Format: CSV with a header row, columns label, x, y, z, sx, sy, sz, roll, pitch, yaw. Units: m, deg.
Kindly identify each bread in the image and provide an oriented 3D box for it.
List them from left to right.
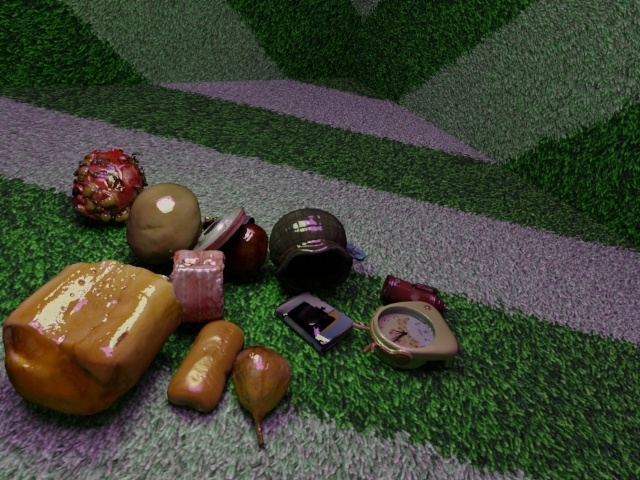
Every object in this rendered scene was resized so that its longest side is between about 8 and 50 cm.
label,x,y,z,sx,sy,sz,roll,pitch,yaw
bread,-0.596,0.259,1.392,0.361,0.250,0.394,13,36,9
bread,-0.311,0.335,1.491,0.142,0.091,0.305,17,34,1

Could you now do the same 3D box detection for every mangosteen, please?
label,x,y,z,sx,sy,sz,roll,pitch,yaw
mangosteen,-0.381,-0.032,1.982,0.137,0.137,0.151,-23,68,-40

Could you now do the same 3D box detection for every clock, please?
label,x,y,z,sx,sy,sz,roll,pitch,yaw
clock,-0.345,-0.027,1.792,0.056,0.244,0.244,45,30,-15
clock,0.254,0.301,1.684,0.308,0.096,0.235,-1,37,-18

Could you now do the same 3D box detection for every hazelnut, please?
label,x,y,z,sx,sy,sz,roll,pitch,yaw
hazelnut,-0.263,0.036,1.868,0.178,0.204,0.178,27,7,-3

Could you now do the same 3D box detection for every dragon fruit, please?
label,x,y,z,sx,sy,sz,roll,pitch,yaw
dragon fruit,-0.794,-0.190,2.020,0.269,0.250,0.291,2,48,1

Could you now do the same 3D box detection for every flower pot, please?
label,x,y,z,sx,sy,sz,roll,pitch,yaw
flower pot,-0.038,0.044,1.855,0.302,0.302,0.213,-1,50,-16

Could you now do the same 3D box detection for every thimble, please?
label,x,y,z,sx,sy,sz,roll,pitch,yaw
thimble,-0.377,0.142,1.637,0.162,0.239,0.239,2,33,-11

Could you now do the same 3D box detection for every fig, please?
label,x,y,z,sx,sy,sz,roll,pitch,yaw
fig,-0.153,0.405,1.402,0.159,0.159,0.257,2,53,-12

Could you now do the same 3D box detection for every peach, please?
label,x,y,z,sx,sy,sz,roll,pitch,yaw
peach,-0.538,-0.052,1.845,0.247,0.292,0.292,40,37,1

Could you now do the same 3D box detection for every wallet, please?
label,x,y,z,sx,sy,sz,roll,pitch,yaw
wallet,-0.019,0.248,1.721,0.170,0.069,0.231,-27,48,-38

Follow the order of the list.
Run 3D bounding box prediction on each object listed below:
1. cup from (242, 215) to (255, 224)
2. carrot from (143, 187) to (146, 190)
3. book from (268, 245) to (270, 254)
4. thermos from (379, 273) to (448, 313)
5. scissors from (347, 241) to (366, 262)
label,x,y,z,sx,sy,sz,roll,pitch,yaw
cup,-0.307,-0.064,2.127,0.077,0.078,0.100,18,-1,20
carrot,-0.740,-0.200,2.243,0.254,0.049,0.049,11,32,10
book,-0.152,0.050,2.036,0.077,0.014,0.111,-8,37,-25
thermos,0.330,0.195,1.851,0.232,0.124,0.099,19,36,0
scissors,0.021,-0.008,2.054,0.180,0.032,0.393,-37,46,-27
